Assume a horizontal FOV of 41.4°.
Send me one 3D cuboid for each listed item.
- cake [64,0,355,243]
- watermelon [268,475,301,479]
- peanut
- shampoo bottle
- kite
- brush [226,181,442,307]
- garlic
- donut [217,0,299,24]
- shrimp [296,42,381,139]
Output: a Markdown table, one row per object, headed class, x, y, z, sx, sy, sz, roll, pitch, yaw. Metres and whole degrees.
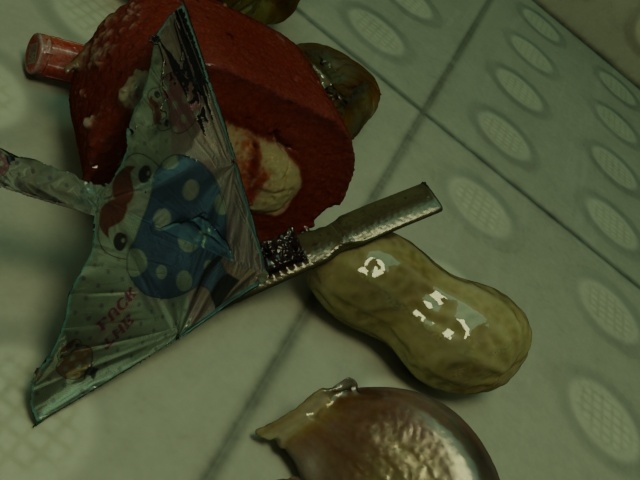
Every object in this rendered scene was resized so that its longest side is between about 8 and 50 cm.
| class | x | y | z | sx | sy | sz | roll | pitch | yaw |
| --- | --- | --- | --- | --- | --- | --- | --- | --- | --- |
| cake | -0.096 | -0.108 | 0.795 | 0.282 | 0.177 | 0.151 | 14 | 39 | -36 |
| watermelon | 0.035 | 0.242 | 0.583 | 0.241 | 0.094 | 0.154 | 30 | 60 | 6 |
| peanut | 0.096 | 0.070 | 0.839 | 0.256 | 0.123 | 0.124 | 30 | 35 | -12 |
| shampoo bottle | -0.193 | -0.169 | 0.884 | 0.220 | 0.051 | 0.108 | 7 | 47 | -39 |
| kite | -0.144 | -0.024 | 0.630 | 0.314 | 0.011 | 0.335 | 27 | 73 | -45 |
| brush | 0.000 | 0.000 | 0.775 | 0.247 | 0.036 | 0.043 | -22 | 64 | -14 |
| garlic | 0.085 | 0.229 | 0.675 | 0.267 | 0.148 | 0.128 | 56 | 0 | 29 |
| donut | -0.093 | -0.423 | 1.034 | 0.360 | 0.360 | 0.170 | -6 | 40 | -48 |
| shrimp | -0.002 | -0.189 | 1.083 | 0.152 | 0.063 | 0.287 | 34 | 31 | -5 |
